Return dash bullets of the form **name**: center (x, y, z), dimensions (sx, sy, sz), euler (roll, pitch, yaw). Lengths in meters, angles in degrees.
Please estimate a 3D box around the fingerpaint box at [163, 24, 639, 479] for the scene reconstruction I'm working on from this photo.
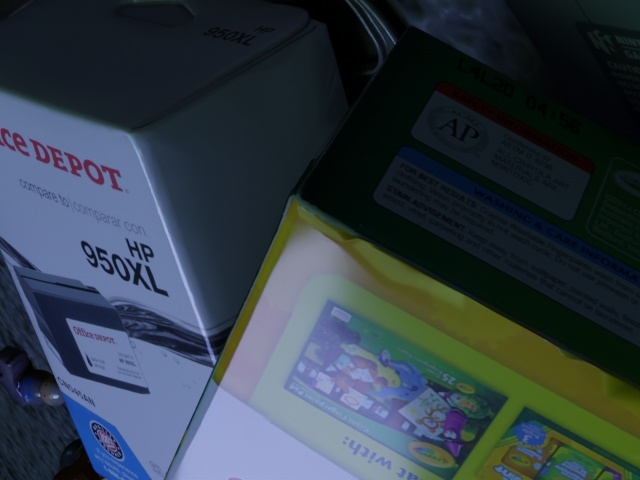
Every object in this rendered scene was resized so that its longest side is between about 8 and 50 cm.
- **fingerpaint box**: center (0.151, 0.159, 0.739), dimensions (0.445, 0.163, 0.371), euler (28, 134, 3)

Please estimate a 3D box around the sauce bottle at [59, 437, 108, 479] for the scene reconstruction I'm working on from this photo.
- **sauce bottle**: center (-0.218, 0.257, 1.651), dimensions (0.111, 0.111, 0.344), euler (53, 153, -12)

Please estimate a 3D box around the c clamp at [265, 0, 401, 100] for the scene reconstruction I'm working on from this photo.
- **c clamp**: center (-0.011, -0.145, 0.927), dimensions (0.161, 0.022, 0.137), euler (6, 133, 51)

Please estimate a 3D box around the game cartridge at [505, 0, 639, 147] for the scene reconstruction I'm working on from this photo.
- **game cartridge**: center (0.207, -0.074, 0.608), dimensions (0.297, 0.062, 0.198), euler (24, 155, 54)

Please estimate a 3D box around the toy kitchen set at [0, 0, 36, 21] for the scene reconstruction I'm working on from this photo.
- **toy kitchen set**: center (-0.258, -0.153, 1.186), dimensions (0.068, 0.083, 0.075), euler (26, 146, 34)

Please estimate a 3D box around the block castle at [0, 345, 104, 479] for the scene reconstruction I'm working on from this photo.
- **block castle**: center (-0.295, 0.083, 1.319), dimensions (0.213, 0.303, 0.453), euler (-7, 123, 55)

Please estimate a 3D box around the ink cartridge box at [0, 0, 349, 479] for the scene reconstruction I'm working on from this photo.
- **ink cartridge box**: center (-0.095, 0.026, 1.036), dimensions (0.285, 0.166, 0.395), euler (20, 135, 46)
